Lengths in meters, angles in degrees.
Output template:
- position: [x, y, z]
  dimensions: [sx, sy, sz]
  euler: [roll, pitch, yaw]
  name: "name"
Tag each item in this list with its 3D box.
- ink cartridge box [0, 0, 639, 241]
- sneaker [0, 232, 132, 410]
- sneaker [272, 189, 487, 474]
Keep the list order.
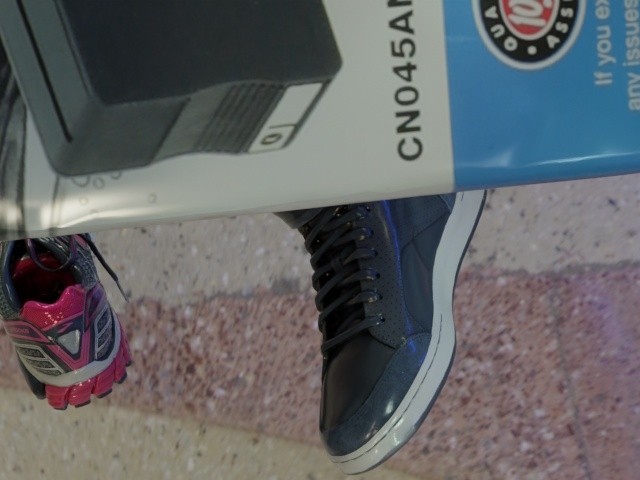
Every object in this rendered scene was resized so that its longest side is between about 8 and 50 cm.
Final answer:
- position: [-0.081, -0.151, 0.450]
  dimensions: [0.395, 0.166, 0.285]
  euler: [-7, 100, -5]
  name: "ink cartridge box"
- position: [-0.249, 0.008, 1.099]
  dimensions: [0.121, 0.112, 0.299]
  euler: [-26, 46, -15]
  name: "sneaker"
- position: [-0.001, 0.000, 0.667]
  dimensions: [0.163, 0.086, 0.226]
  euler: [38, 43, -21]
  name: "sneaker"
